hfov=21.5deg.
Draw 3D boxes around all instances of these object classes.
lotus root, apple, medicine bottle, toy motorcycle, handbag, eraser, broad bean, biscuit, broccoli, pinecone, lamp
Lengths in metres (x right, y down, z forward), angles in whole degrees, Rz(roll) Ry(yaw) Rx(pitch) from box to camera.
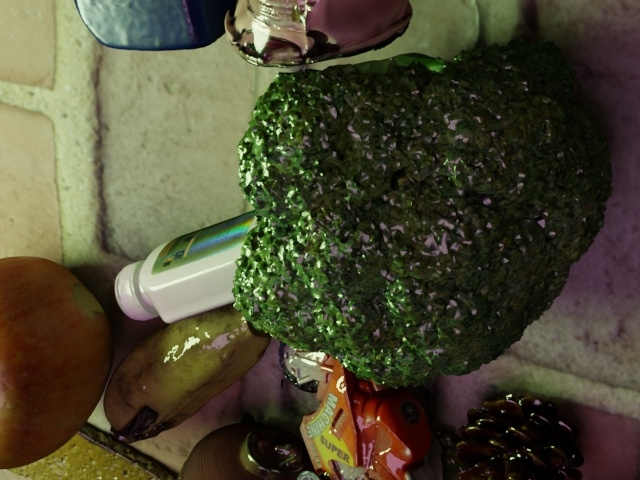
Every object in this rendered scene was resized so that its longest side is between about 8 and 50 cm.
[{"bbox_3d":[-0.148,0.136,1.859,0.258,0.110,0.097,-36,61,32],"label":"lotus root"},{"bbox_3d":[-0.350,0.126,1.870,0.242,0.241,0.242,7,107,22],"label":"apple"},{"bbox_3d":[-0.118,0.029,1.763,0.219,0.115,0.078,-18,113,34],"label":"medicine bottle"},{"bbox_3d":[0.053,0.211,1.779,0.171,0.089,0.298,-25,84,32],"label":"toy motorcycle"},{"bbox_3d":[-0.001,-0.236,1.486,0.179,0.205,0.116,-7,119,-1],"label":"handbag"},{"bbox_3d":[-0.184,-0.341,1.558,0.155,0.101,0.332,3,121,24],"label":"eraser"},{"bbox_3d":[0.176,0.296,1.845,0.070,0.048,0.214,-17,113,33],"label":"broad bean"},{"bbox_3d":[-0.289,0.280,2.066,0.237,0.026,0.131,28,130,5],"label":"biscuit"},{"bbox_3d":[0.092,-0.032,1.516,0.321,0.310,0.413,4,157,30],"label":"broccoli"},{"bbox_3d":[0.203,0.229,1.741,0.140,0.121,0.140,24,146,18],"label":"pinecone"},{"bbox_3d":[-0.087,0.303,1.904,0.180,0.180,0.258,29,127,5],"label":"lamp"}]
